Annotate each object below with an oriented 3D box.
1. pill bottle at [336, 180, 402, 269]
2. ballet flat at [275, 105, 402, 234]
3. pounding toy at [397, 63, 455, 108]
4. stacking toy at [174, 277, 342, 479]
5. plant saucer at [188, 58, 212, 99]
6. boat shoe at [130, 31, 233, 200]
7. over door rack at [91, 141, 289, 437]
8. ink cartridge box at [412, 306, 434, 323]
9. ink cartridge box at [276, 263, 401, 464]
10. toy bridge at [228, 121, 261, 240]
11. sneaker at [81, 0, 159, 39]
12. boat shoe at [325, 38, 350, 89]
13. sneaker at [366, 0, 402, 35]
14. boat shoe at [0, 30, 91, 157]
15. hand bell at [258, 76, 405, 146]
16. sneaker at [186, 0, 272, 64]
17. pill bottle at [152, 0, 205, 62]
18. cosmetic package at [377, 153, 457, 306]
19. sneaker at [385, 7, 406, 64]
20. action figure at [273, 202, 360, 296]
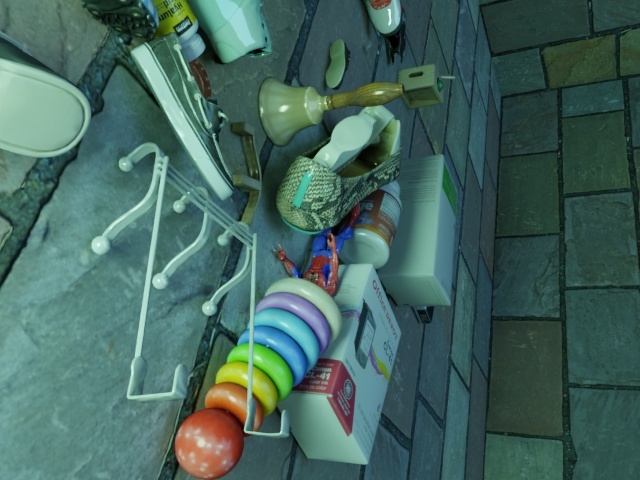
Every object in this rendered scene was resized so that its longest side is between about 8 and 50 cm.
[{"bbox_3d":[0.113,-0.048,1.304,0.121,0.121,0.216,64,33,-38],"label":"pill bottle"},{"bbox_3d":[0.073,-0.172,1.158,0.483,0.164,0.182,-43,159,-56],"label":"ballet flat"},{"bbox_3d":[0.320,-0.471,1.761,0.130,0.141,0.100,36,55,-58],"label":"pounding toy"},{"bbox_3d":[-0.094,0.203,0.858,0.330,0.141,0.141,-52,132,-45],"label":"stacking toy"},{"bbox_3d":[-0.185,-0.222,0.838,0.083,0.013,0.083,19,69,-62],"label":"plant saucer"},{"bbox_3d":[-0.158,-0.157,0.758,0.219,0.070,0.078,63,-11,-19],"label":"boat shoe"},{"bbox_3d":[-0.158,0.072,0.717,0.239,0.108,0.324,45,27,-54],"label":"over door rack"},{"bbox_3d":[0.305,0.108,1.762,0.206,0.045,0.208,59,36,-42],"label":"ink cartridge box"},{"bbox_3d":[0.039,0.224,1.106,0.226,0.131,0.306,65,34,-36],"label":"ink cartridge box"},{"bbox_3d":[-0.119,-0.091,0.943,0.063,0.026,0.188,18,71,-63],"label":"toy bridge"},{"bbox_3d":[-0.251,-0.321,0.637,0.237,0.085,0.086,51,47,-52],"label":"sneaker"},{"bbox_3d":[0.042,-0.380,1.284,0.042,0.049,0.133,41,46,-45],"label":"boat shoe"},{"bbox_3d":[0.131,-0.656,1.463,0.145,0.090,0.270,-7,90,-63],"label":"sneaker"},{"bbox_3d":[-0.340,-0.152,0.450,0.112,0.095,0.335,-57,148,7],"label":"boat shoe"},{"bbox_3d":[0.028,-0.240,1.017,0.126,0.242,0.126,13,76,-63],"label":"hand bell"},{"bbox_3d":[-0.110,-0.373,0.918,0.256,0.094,0.151,-54,129,-39],"label":"sneaker"},{"bbox_3d":[-0.199,-0.291,0.761,0.116,0.065,0.065,59,37,-43],"label":"pill bottle"},{"bbox_3d":[0.268,-0.024,1.581,0.197,0.155,0.365,50,42,-52],"label":"cosmetic package"},{"bbox_3d":[0.214,-0.587,1.661,0.089,0.051,0.170,-42,128,-64],"label":"sneaker"},{"bbox_3d":[0.000,0.000,1.103,0.139,0.091,0.280,70,29,-43],"label":"action figure"}]
